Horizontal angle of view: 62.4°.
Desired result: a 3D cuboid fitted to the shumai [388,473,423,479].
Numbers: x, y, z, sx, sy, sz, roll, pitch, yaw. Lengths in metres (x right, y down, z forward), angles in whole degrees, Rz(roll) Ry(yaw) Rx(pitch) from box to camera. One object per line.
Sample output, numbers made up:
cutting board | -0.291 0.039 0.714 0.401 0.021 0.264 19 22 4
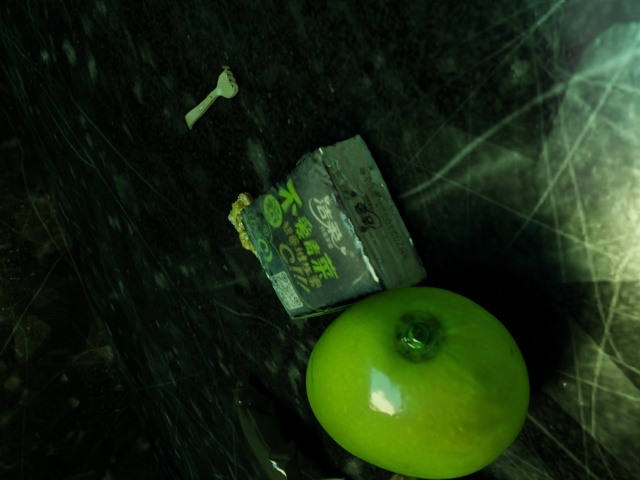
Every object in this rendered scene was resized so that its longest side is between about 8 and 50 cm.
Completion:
shumai | 0.123 0.384 0.716 0.139 0.105 0.123 -42 71 30

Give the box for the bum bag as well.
bum bag | -0.097 0.373 1.003 0.326 0.080 0.142 40 151 52

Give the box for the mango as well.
mango | 0.079 0.152 0.540 0.192 0.156 0.343 29 157 1

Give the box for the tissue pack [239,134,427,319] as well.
tissue pack | 0.000 0.000 0.629 0.235 0.073 0.173 -27 89 57

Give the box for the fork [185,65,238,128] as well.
fork | -0.161 -0.200 0.769 0.034 0.028 0.219 60 152 -8

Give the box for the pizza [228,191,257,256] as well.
pizza | -0.121 -0.020 0.830 0.109 0.026 0.122 13 123 53

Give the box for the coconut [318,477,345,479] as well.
coconut | 0.020 0.454 0.913 0.083 0.081 0.082 40 154 14
